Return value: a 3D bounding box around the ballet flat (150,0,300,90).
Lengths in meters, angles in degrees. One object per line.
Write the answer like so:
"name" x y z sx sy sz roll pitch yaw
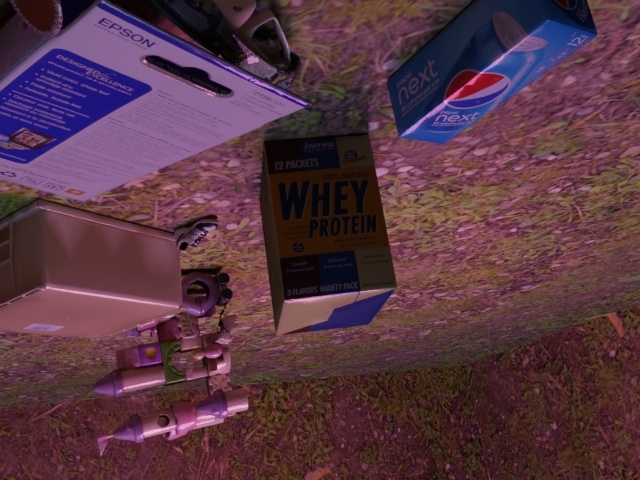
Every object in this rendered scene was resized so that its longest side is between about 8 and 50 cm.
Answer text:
"ballet flat" -0.072 -0.181 0.585 0.070 0.070 0.188 -15 162 19

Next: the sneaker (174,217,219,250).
"sneaker" -0.188 -0.008 1.060 0.083 0.037 0.032 -21 156 29

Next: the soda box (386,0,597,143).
"soda box" 0.155 -0.174 0.669 0.067 0.071 0.210 2 159 -31

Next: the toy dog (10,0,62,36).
"toy dog" -0.263 -0.159 0.384 0.220 0.161 0.333 2 159 -31

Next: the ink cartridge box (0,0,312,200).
"ink cartridge box" -0.194 -0.114 0.585 0.175 0.069 0.370 17 161 -42

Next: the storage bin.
"storage bin" -0.386 0.064 1.050 0.260 0.123 0.262 -20 159 31

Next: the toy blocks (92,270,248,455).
"toy blocks" -0.312 0.240 1.336 0.260 0.289 0.309 -7 165 -23

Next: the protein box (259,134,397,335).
"protein box" 0.000 0.000 0.907 0.135 0.201 0.200 -6 161 -9
